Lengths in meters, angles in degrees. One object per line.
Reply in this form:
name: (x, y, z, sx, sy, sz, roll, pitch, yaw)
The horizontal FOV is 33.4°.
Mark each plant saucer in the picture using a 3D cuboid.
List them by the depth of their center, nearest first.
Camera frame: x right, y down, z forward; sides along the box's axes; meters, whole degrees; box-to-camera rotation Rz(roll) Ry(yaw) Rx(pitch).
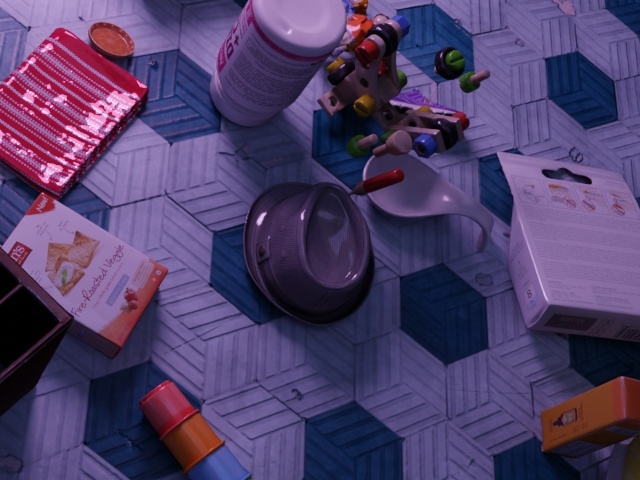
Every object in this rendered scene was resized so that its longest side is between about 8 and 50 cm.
plant saucer: (-0.362, -0.345, 1.843, 0.083, 0.013, 0.083, 23, 40, -21)

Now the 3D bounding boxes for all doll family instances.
doll family: (0.034, -0.425, 2.031, 0.163, 0.118, 0.263, -19, 58, -24)

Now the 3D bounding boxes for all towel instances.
towel: (-0.431, -0.215, 1.755, 0.199, 0.031, 0.275, 36, 58, -4)

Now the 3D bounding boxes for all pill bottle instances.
pill bottle: (-0.082, -0.315, 1.799, 0.160, 0.283, 0.160, 10, 64, -21)

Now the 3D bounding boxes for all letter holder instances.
letter holder: (-0.477, 0.166, 1.397, 0.152, 0.302, 0.214, 44, 58, 0)

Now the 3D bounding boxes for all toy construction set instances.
toy construction set: (0.101, -0.215, 1.894, 0.257, 0.237, 0.308, 33, 63, -24)

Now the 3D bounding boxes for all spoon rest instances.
spoon rest: (0.203, -0.074, 1.946, 0.276, 0.084, 0.137, 26, 59, -13)

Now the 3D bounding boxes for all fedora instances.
fedora: (0.000, 0.000, 1.796, 0.244, 0.124, 0.275, 15, 62, -18)

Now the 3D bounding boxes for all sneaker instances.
sneaker: (0.199, -0.257, 2.040, 0.170, 0.068, 0.071, 14, 57, -18)

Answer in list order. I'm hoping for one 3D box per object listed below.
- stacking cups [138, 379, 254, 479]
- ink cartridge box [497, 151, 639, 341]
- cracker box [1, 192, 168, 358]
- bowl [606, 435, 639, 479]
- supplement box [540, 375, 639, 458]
stacking cups: (-0.156, 0.353, 1.596, 0.096, 0.096, 0.316, -34, 79, -32)
ink cartridge box: (0.499, 0.011, 2.064, 0.308, 0.091, 0.385, 7, 48, -21)
cracker box: (-0.373, 0.054, 1.636, 0.232, 0.067, 0.155, 32, 58, -8)
bowl: (0.579, 0.416, 1.829, 0.156, 0.289, 0.289, 7, 55, 26)
supplement box: (0.468, 0.303, 1.804, 0.080, 0.233, 0.078, 15, 62, -22)
